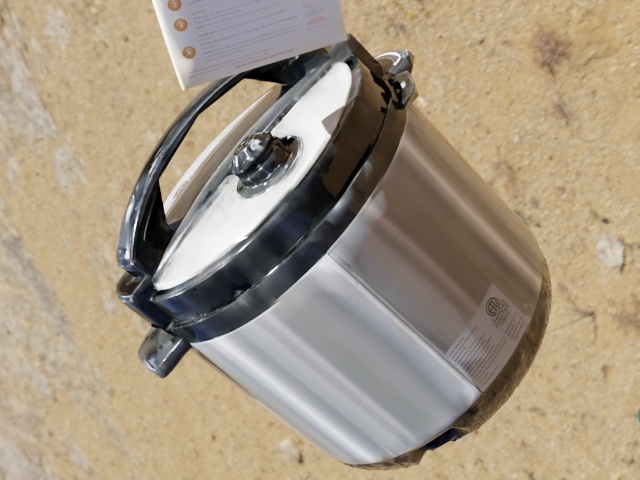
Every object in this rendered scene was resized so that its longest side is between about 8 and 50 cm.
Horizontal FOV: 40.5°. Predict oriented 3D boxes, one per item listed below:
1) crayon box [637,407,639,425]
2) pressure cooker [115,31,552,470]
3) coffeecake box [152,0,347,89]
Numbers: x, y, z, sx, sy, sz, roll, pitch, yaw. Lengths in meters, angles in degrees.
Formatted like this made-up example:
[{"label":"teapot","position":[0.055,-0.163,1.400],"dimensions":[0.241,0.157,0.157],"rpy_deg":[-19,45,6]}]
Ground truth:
[{"label":"crayon box","position":[0.336,0.004,0.305],"dimensions":[0.363,0.313,0.106],"rpy_deg":[98,170,-47]},{"label":"pressure cooker","position":[0.004,-0.001,0.956],"dimensions":[0.375,0.370,0.420],"rpy_deg":[-31,119,33]},{"label":"coffeecake box","position":[-0.069,-0.229,0.666],"dimensions":[0.068,0.142,0.185],"rpy_deg":[-116,10,-51]}]
